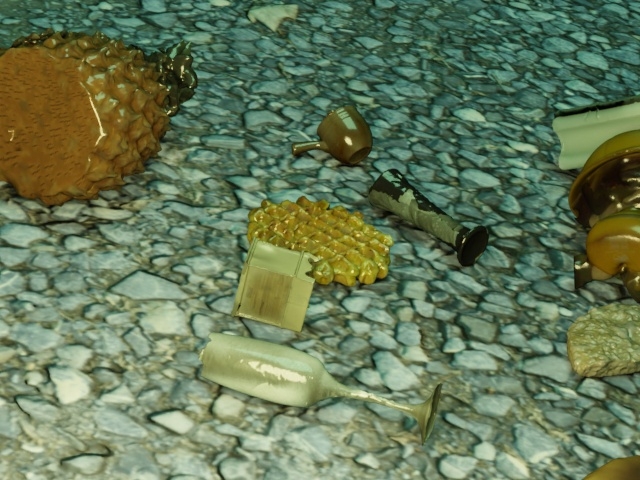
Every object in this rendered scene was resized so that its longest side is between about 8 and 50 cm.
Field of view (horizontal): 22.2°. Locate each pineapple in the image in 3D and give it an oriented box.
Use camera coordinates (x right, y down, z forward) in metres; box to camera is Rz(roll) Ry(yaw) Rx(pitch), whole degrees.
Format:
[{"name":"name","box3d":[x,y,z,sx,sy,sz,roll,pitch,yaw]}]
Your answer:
[{"name":"pineapple","box3d":[-0.267,-0.175,2.058,0.223,0.223,0.357,23,23,17]}]

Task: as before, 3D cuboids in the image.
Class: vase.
[{"name":"vase","box3d":[0.139,-0.030,2.093,0.059,0.059,0.167,-17,41,-42]}]

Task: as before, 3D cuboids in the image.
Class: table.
[{"name":"table","box3d":[-0.049,0.050,1.857,0.083,0.079,0.062,16,31,1]}]

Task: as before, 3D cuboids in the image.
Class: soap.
[{"name":"soap","box3d":[0.465,-0.158,2.290,0.150,0.094,0.261,-7,-1,-41]}]

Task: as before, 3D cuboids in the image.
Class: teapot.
[{"name":"teapot","box3d":[0.015,-0.132,2.241,0.110,0.085,0.080,-28,67,-11]}]

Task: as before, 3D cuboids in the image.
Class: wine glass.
[{"name":"wine glass","box3d":[-0.006,0.151,1.716,0.262,0.074,0.074,15,29,6]}]

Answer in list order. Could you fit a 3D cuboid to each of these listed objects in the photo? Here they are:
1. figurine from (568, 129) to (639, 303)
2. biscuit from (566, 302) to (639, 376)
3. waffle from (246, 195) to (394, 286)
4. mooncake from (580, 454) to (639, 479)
[{"name":"figurine","box3d":[0.411,-0.043,2.108,0.192,0.167,0.257,-7,26,20]},{"name":"biscuit","box3d":[0.390,0.115,1.968,0.250,0.032,0.133,-2,31,-23]},{"name":"waffle","box3d":[-0.003,0.002,2.001,0.191,0.038,0.191,10,29,-6]},{"name":"mooncake","box3d":[0.336,0.376,1.269,0.393,0.246,0.394,15,28,-13]}]
